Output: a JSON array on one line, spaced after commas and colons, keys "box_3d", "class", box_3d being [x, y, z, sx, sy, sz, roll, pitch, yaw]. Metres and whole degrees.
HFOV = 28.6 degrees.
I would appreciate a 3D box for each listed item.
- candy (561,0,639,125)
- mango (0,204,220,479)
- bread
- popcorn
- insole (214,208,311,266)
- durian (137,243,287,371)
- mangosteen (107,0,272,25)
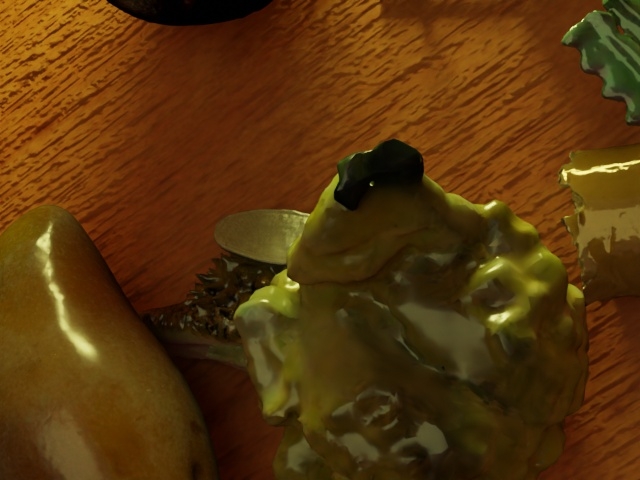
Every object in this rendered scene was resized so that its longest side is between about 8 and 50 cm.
[{"box_3d": [0.395, -0.190, 0.911, 0.398, 0.172, 0.263, -43, 71, -1], "class": "candy"}, {"box_3d": [-0.211, 0.149, 1.097, 0.198, 0.221, 0.384, -16, 73, -17], "class": "mango"}, {"box_3d": [0.283, -0.021, 0.993, 0.173, 0.085, 0.134, -11, 79, 20], "class": "bread"}, {"box_3d": [0.067, 0.092, 0.966, 0.292, 0.237, 0.293, 0, 91, -12], "class": "popcorn"}, {"box_3d": [0.000, 0.000, 1.106, 0.192, 0.010, 0.063, 3, 49, 7], "class": "insole"}, {"box_3d": [-0.085, 0.065, 1.129, 0.224, 0.078, 0.140, -7, 80, 18], "class": "durian"}, {"box_3d": [-0.122, -0.327, 1.085, 0.233, 0.287, 0.288, 35, 96, 16], "class": "mangosteen"}]
